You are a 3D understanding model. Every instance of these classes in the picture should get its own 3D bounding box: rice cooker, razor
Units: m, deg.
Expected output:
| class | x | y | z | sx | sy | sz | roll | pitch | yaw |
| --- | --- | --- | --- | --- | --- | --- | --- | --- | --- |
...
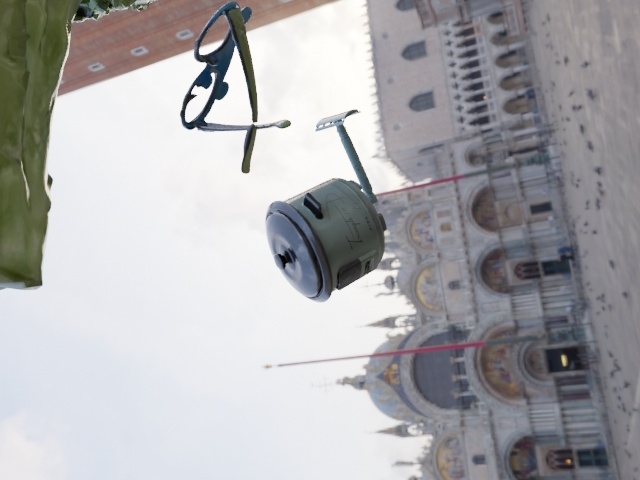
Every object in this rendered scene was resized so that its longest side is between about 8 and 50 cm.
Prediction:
| class | x | y | z | sx | sy | sz | roll | pitch | yaw |
| --- | --- | --- | --- | --- | --- | --- | --- | --- | --- |
| rice cooker | 0.000 | 0.000 | 1.254 | 0.241 | 0.226 | 0.281 | 48 | 151 | 28 |
| razor | 0.081 | -0.190 | 1.361 | 0.068 | 0.106 | 0.232 | -37 | -69 | -33 |

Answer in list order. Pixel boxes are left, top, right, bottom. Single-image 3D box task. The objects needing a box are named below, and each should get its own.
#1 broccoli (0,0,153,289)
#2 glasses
| class | x | y | z | sx | sy | sz | roll | pitch | yaw |
| --- | --- | --- | --- | --- | --- | --- | --- | --- | --- |
| broccoli | -0.246 | -0.190 | 0.464 | 0.353 | 0.274 | 0.397 | -41 | -58 | -40 |
| glasses | -0.134 | -0.206 | 0.839 | 0.102 | 0.239 | 0.207 | -10 | -120 | -29 |
